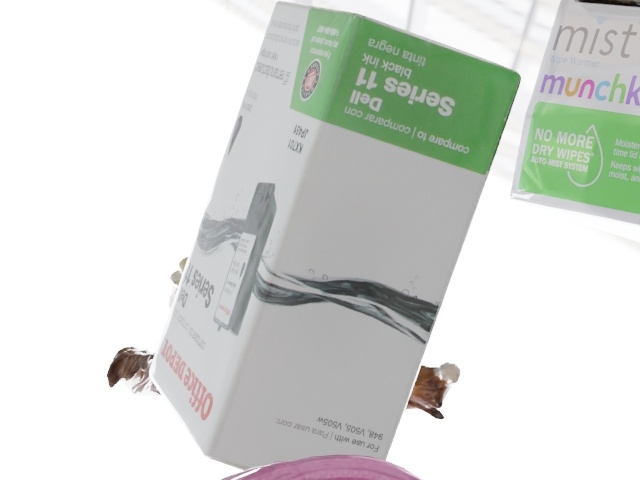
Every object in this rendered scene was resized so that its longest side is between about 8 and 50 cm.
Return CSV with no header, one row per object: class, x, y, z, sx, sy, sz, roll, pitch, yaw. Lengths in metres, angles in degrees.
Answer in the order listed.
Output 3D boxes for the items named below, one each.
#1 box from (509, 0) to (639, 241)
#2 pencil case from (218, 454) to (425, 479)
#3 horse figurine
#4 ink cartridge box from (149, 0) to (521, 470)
box,0.280,-0.038,0.914,0.262,0.231,0.127,15,-89,47
pencil case,-0.048,0.129,0.441,0.124,0.284,0.124,5,-104,-22
horse figurine,-0.020,0.067,1.104,0.263,0.174,0.066,-7,-121,-20
ink cartridge box,0.000,0.000,0.814,0.087,0.153,0.208,17,-85,-18
